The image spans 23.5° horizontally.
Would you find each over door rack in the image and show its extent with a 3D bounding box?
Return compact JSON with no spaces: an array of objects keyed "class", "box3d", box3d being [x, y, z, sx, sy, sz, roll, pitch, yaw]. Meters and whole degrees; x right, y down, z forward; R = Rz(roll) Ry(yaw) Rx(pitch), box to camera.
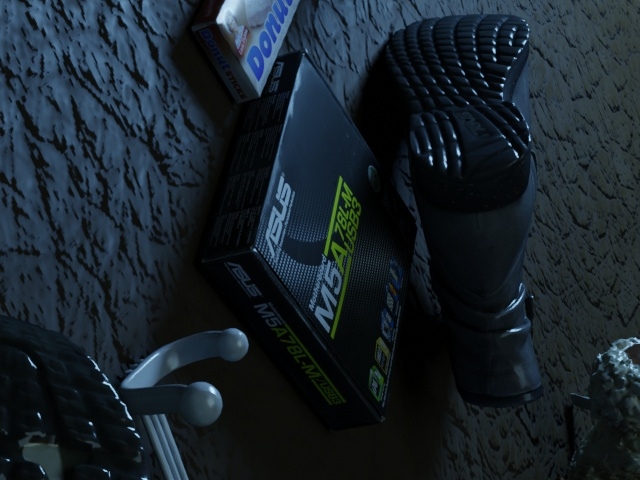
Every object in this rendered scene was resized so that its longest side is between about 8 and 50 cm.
[{"class":"over door rack","box3d":[-0.077,0.202,0.737,0.324,0.108,0.240,-36,109,-60]}]

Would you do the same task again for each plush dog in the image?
[{"class":"plush dog","box3d":[0.280,0.252,1.356,0.262,0.210,0.225,41,51,-6]}]

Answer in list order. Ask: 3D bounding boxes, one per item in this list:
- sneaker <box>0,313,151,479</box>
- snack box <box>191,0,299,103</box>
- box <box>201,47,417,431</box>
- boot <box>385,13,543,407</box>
[{"class":"sneaker","box3d":[-0.162,0.226,0.526,0.158,0.182,0.410,15,69,-16]},{"class":"snack box","box3d":[-0.042,-0.173,1.057,0.064,0.022,0.178,59,32,-33]},{"class":"box","box3d":[0.000,0.000,1.036,0.184,0.045,0.191,58,32,-38]},{"class":"boot","box3d":[0.118,-0.033,1.221,0.338,0.118,0.223,-76,160,-58]}]
